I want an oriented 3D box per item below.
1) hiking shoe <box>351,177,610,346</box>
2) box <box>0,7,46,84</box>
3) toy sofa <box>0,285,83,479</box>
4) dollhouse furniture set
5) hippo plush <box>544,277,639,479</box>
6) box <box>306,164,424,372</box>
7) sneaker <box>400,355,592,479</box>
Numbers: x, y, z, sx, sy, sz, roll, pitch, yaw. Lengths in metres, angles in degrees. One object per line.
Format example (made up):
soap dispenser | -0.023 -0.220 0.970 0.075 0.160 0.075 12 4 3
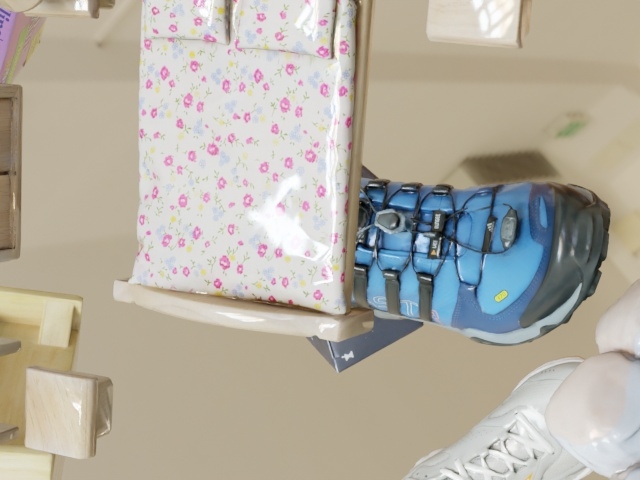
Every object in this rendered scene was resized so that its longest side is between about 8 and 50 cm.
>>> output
hiking shoe | 0.065 0.010 1.040 0.132 0.304 0.113 16 -104 -33
box | -0.387 -0.280 1.475 0.243 0.213 0.117 28 -127 -5
toy sofa | -0.385 0.220 1.833 0.150 0.177 0.362 7 -150 -6
dollhouse furniture set | -0.096 0.000 0.739 0.174 0.356 0.303 -12 -73 -62
hippo plush | 0.310 0.157 1.096 0.236 0.294 0.234 78 -173 -60
box | 0.000 0.000 1.290 0.158 0.093 0.156 46 158 50
sneaker | 0.144 0.197 1.268 0.099 0.262 0.121 52 -144 11
